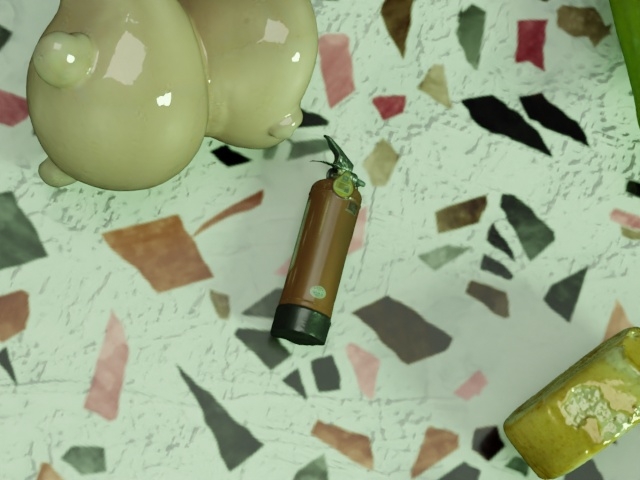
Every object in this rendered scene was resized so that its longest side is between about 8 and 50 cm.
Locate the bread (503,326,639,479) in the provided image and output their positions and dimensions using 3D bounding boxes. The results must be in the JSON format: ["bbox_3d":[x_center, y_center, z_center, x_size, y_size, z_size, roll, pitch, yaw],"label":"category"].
[{"bbox_3d":[0.225,0.135,1.181,0.149,0.122,0.073,-35,83,-12],"label":"bread"}]

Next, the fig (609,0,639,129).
[{"bbox_3d":[0.333,-0.230,1.242,0.314,0.233,0.233,-40,81,-9],"label":"fig"}]

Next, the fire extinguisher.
[{"bbox_3d":[0.000,0.000,1.236,0.062,0.050,0.177,25,70,-32],"label":"fire extinguisher"}]

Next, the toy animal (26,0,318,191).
[{"bbox_3d":[-0.118,-0.139,1.196,0.221,0.210,0.229,18,57,-1],"label":"toy animal"}]
